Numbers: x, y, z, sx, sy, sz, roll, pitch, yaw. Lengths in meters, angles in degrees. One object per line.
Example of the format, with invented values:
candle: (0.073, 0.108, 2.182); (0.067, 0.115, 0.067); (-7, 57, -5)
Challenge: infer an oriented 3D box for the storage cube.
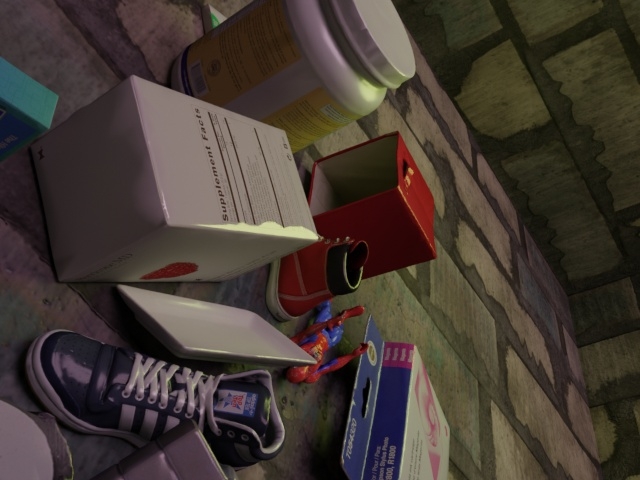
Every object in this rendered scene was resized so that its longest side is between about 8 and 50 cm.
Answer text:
storage cube: (0.103, -0.063, 1.283); (0.193, 0.215, 0.183); (54, 28, -35)

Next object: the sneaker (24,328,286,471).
sneaker: (-0.155, 0.164, 0.693); (0.282, 0.153, 0.099); (46, 33, -34)

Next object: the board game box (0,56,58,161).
board game box: (-0.362, -0.133, 0.554); (0.210, 0.160, 0.047); (36, 40, -43)

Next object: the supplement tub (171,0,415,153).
supplement tub: (-0.043, -0.273, 1.046); (0.241, 0.331, 0.241); (41, 36, -40)

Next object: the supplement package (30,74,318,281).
supplement package: (-0.168, -0.054, 0.817); (0.293, 0.178, 0.175); (6, 64, -59)

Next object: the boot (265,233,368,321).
boot: (0.000, 0.000, 1.079); (0.088, 0.176, 0.244); (37, 37, -40)

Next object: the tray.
tray: (-0.128, 0.122, 0.847); (0.145, 0.030, 0.270); (31, 5, 35)

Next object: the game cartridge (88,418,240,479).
game cartridge: (-0.119, 0.362, 0.564); (0.230, 0.068, 0.355); (-29, 96, -25)

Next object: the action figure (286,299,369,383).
action figure: (0.032, 0.142, 1.073); (0.091, 0.139, 0.280); (60, 30, -9)

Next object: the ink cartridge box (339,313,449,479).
ink cartridge box: (0.145, 0.345, 1.115); (0.324, 0.071, 0.330); (-72, 144, -52)

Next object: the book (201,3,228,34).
book: (-0.163, -0.372, 1.247); (0.144, 0.035, 0.096); (25, 44, -50)

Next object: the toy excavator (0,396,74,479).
toy excavator: (-0.373, 0.176, 0.195); (0.433, 0.222, 0.445); (36, 32, -10)
